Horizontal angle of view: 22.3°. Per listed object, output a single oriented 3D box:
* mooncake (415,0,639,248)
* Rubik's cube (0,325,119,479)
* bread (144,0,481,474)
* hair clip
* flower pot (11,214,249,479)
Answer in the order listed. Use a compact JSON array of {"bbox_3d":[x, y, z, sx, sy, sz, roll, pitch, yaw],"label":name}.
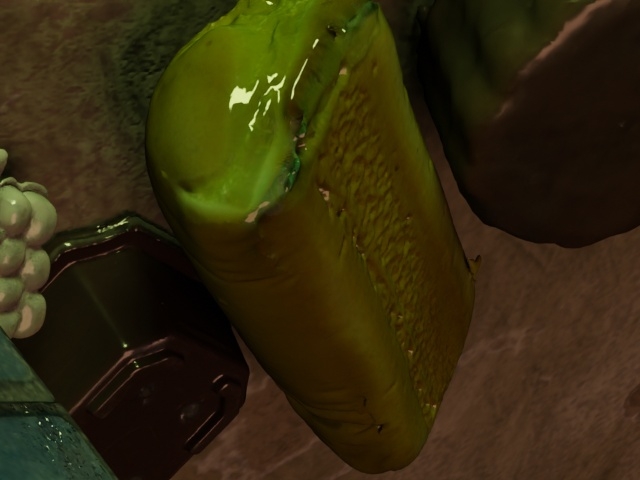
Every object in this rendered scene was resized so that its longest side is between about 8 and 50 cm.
[{"bbox_3d":[0.163,-0.111,0.946,0.228,0.124,0.228,-16,141,-13],"label":"mooncake"},{"bbox_3d":[-0.295,0.127,0.612,0.304,0.305,0.301,-48,155,16],"label":"Rubik's cube"},{"bbox_3d":[0.000,0.000,0.937,0.166,0.112,0.383,-66,155,-21],"label":"bread"},{"bbox_3d":[-0.195,0.047,0.811,0.140,0.054,0.220,-18,122,-55],"label":"hair clip"},{"bbox_3d":[-0.145,0.114,0.962,0.251,0.084,0.179,-45,144,9],"label":"flower pot"}]
